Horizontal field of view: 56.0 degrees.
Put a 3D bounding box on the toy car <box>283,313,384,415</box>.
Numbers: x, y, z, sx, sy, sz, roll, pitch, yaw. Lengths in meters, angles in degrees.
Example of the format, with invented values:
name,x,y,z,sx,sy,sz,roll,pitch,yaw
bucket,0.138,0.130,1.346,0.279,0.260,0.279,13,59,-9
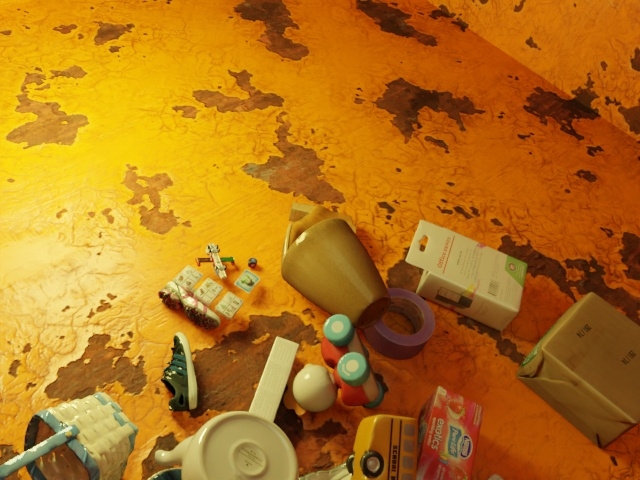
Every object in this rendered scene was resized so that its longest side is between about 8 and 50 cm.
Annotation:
name,x,y,z,sx,sy,sz,roll,pitch,yaw
toy car,0.009,0.333,1.489,0.238,0.219,0.210,-23,55,3

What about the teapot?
name,x,y,z,sx,sy,sz,roll,pitch,yaw
teapot,-0.173,0.494,1.238,0.253,0.187,0.256,0,45,-36

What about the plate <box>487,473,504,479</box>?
name,x,y,z,sx,sy,sz,roll,pitch,yaw
plate,0.414,0.717,1.343,0.278,0.045,0.277,-31,65,-35

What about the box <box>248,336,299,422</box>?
name,x,y,z,sx,sy,sz,roll,pitch,yaw
box,-0.129,0.386,1.457,0.067,0.063,0.323,19,48,-1

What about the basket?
name,x,y,z,sx,sy,sz,roll,pitch,yaw
basket,-0.518,0.452,1.174,0.201,0.254,0.289,36,32,13

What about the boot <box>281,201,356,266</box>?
name,x,y,z,sx,sy,sz,roll,pitch,yaw
boot,0.000,0.000,1.795,0.211,0.104,0.295,14,44,-4

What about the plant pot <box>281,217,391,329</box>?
name,x,y,z,sx,sy,sz,roll,pitch,yaw
plant pot,0.060,0.109,1.610,0.237,0.237,0.254,-22,53,-30

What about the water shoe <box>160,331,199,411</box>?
name,x,y,z,sx,sy,sz,roll,pitch,yaw
water shoe,-0.347,0.312,1.452,0.080,0.072,0.203,-8,53,-19

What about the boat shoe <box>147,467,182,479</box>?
name,x,y,z,sx,sy,sz,roll,pitch,yaw
boat shoe,-0.356,0.539,1.259,0.183,0.066,0.066,-16,57,-39

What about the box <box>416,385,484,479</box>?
name,x,y,z,sx,sy,sz,roll,pitch,yaw
box,0.292,0.500,1.440,0.128,0.122,0.256,24,48,4

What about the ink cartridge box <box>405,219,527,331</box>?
name,x,y,z,sx,sy,sz,roll,pitch,yaw
ink cartridge box,0.423,0.101,1.819,0.354,0.119,0.207,25,49,4

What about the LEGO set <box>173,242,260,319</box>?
name,x,y,z,sx,sy,sz,roll,pitch,yaw
LEGO set,-0.272,0.103,1.657,0.183,0.060,0.244,33,38,1

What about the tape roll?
name,x,y,z,sx,sy,sz,roll,pitch,yaw
tape roll,0.216,0.230,1.677,0.189,0.080,0.188,9,49,-10

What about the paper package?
name,x,y,z,sx,sy,sz,roll,pitch,yaw
paper package,0.769,0.348,1.676,0.309,0.168,0.325,41,53,20

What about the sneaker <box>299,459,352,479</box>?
name,x,y,z,sx,sy,sz,roll,pitch,yaw
sneaker,0.066,0.561,1.356,0.297,0.111,0.129,-15,68,-19

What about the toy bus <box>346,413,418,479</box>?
name,x,y,z,sx,sy,sz,roll,pitch,yaw
toy bus,0.125,0.542,1.265,0.130,0.108,0.332,11,67,-13

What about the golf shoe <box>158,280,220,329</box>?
name,x,y,z,sx,sy,sz,roll,pitch,yaw
golf shoe,-0.332,0.162,1.587,0.186,0.067,0.086,32,49,12
